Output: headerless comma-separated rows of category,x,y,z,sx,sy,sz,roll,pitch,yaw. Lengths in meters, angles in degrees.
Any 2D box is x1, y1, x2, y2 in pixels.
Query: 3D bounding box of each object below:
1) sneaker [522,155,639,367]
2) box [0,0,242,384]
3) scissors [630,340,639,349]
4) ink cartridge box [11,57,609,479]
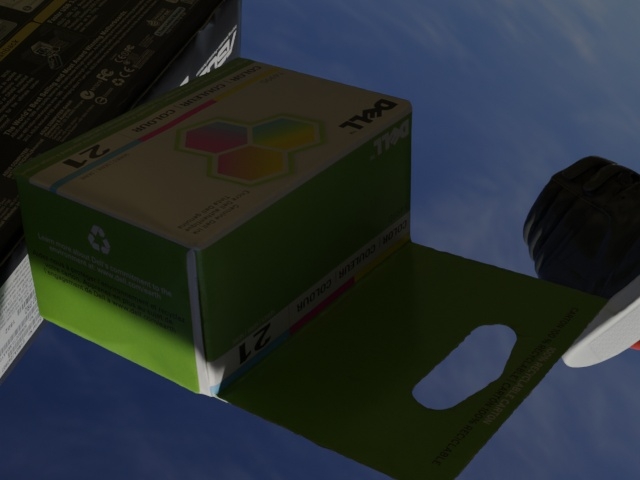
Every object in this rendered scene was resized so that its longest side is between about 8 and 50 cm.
sneaker,0.273,-0.035,0.888,0.105,0.296,0.146,5,-130,-43
box,-0.272,-0.083,0.731,0.318,0.097,0.395,17,-134,11
scissors,0.356,0.040,1.048,0.297,0.021,0.109,-17,-149,-31
ink cartridge box,0.000,0.000,0.581,0.255,0.097,0.189,19,-143,32
